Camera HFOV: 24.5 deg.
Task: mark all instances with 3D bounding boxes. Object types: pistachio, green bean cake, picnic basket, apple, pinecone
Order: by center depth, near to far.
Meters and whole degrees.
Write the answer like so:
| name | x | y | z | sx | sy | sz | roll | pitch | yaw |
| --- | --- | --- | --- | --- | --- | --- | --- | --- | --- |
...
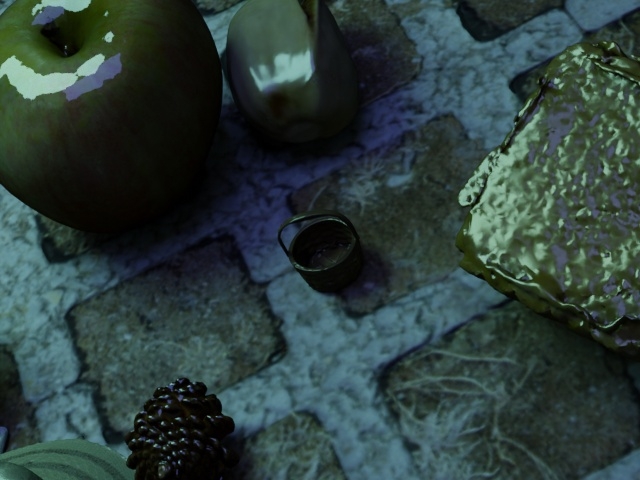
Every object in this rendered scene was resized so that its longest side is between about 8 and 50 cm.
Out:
| name | x | y | z | sx | sy | sz | roll | pitch | yaw |
| --- | --- | --- | --- | --- | --- | --- | --- | --- | --- |
| green bean cake | 0.250 | -0.030 | 1.209 | 0.224 | 0.131 | 0.229 | 32 | 93 | 40 |
| pinecone | -0.118 | 0.167 | 1.264 | 0.102 | 0.102 | 0.109 | -17 | 48 | 11 |
| picnic basket | 0.000 | 0.000 | 1.355 | 0.072 | 0.083 | 0.072 | -13 | 50 | 16 |
| apple | -0.213 | -0.133 | 1.460 | 0.257 | 0.234 | 0.256 | -12 | 48 | 13 |
| pistachio | -0.029 | -0.182 | 1.489 | 0.130 | 0.131 | 0.206 | 9 | 43 | -23 |

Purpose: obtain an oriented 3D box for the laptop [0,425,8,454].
| name | x | y | z | sx | sy | sz | roll | pitch | yaw |
| --- | --- | --- | --- | --- | --- | --- | --- | --- | --- |
| laptop | -0.399 | 0.289 | 1.348 | 0.188 | 0.015 | 0.269 | -5 | 51 | 19 |

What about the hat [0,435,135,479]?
| name | x | y | z | sx | sy | sz | roll | pitch | yaw |
| --- | --- | --- | --- | --- | --- | --- | --- | --- | --- |
| hat | -0.270 | 0.249 | 1.250 | 0.252 | 0.110 | 0.252 | -10 | 51 | 12 |
